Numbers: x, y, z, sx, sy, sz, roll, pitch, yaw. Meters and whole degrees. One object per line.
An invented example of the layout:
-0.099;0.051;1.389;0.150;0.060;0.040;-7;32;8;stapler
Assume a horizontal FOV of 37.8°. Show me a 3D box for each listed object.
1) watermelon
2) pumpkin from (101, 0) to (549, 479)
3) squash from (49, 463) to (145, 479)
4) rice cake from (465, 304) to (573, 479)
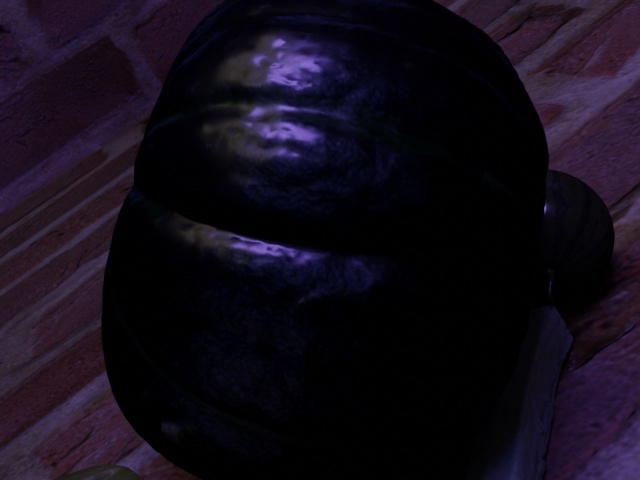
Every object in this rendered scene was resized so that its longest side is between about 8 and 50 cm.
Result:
0.173;0.003;0.721;0.105;0.105;0.133;-24;30;19;watermelon
0.000;0.000;0.647;0.266;0.363;0.363;13;28;-4;pumpkin
-0.164;0.232;0.634;0.170;0.170;0.123;-10;20;43;squash
0.124;0.133;0.603;0.045;0.042;0.245;-22;25;33;rice cake
